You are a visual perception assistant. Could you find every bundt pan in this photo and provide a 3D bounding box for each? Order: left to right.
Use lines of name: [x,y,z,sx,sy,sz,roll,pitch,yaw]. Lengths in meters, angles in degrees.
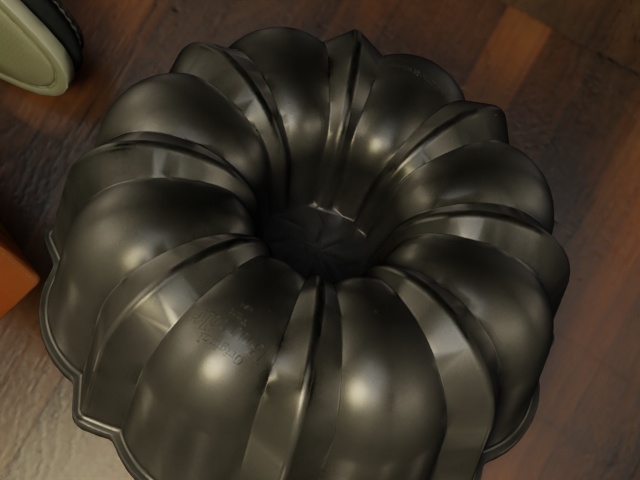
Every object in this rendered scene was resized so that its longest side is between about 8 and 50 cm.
bundt pan: [0.000,0.000,0.664,0.330,0.124,0.331,6,56,-9]

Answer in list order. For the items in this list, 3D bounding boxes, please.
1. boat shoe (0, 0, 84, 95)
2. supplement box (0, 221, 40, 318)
boat shoe: [-0.277,-0.239,0.772,0.340,0.127,0.113,36,62,7]
supplement box: [-0.269,-0.031,0.708,0.080,0.078,0.233,-44,51,-5]
